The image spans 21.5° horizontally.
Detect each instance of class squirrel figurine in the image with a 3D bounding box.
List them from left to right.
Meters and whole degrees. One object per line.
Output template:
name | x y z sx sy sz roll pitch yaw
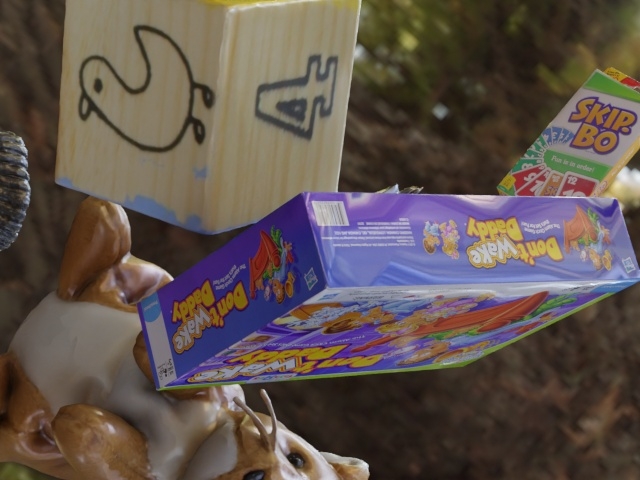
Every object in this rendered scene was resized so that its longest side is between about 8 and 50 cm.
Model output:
squirrel figurine | -0.134 0.212 1.712 0.281 0.370 0.397 -53 160 -20

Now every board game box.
board game box | 0.060 0.041 1.390 0.347 0.078 0.233 -1 159 -40
board game box | 0.383 -0.136 2.434 0.259 0.124 0.039 -48 150 -12

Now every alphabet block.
alphabet block | -0.098 -0.135 1.476 0.193 0.192 0.197 -18 120 -52

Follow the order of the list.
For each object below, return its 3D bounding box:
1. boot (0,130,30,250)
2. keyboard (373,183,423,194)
boot | -0.514 -0.165 2.271 0.131 0.260 0.348 14 -83 56
keyboard | 0.000 0.000 1.948 0.201 0.033 0.317 -19 -171 40
